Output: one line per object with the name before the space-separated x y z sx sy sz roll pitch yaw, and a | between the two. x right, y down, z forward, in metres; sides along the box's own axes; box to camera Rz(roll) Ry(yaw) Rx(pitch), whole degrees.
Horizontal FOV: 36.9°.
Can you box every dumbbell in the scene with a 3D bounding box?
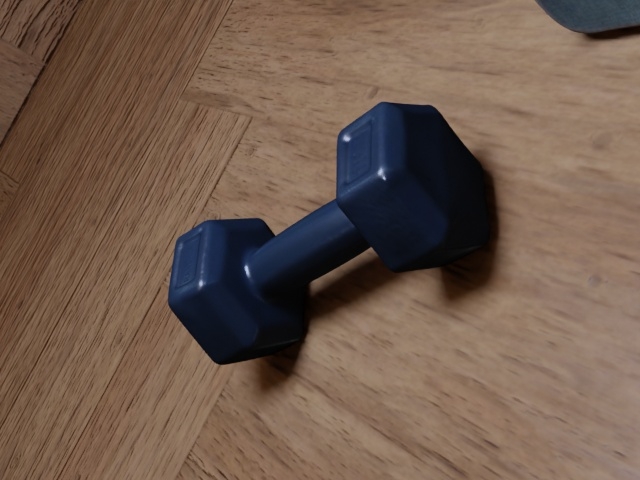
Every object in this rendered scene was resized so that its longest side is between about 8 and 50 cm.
dumbbell | 0.001 0.000 0.899 0.316 0.156 0.143 -30 14 37

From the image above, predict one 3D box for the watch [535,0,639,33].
watch | 0.265 -0.312 0.805 0.253 0.162 0.241 4 56 51
